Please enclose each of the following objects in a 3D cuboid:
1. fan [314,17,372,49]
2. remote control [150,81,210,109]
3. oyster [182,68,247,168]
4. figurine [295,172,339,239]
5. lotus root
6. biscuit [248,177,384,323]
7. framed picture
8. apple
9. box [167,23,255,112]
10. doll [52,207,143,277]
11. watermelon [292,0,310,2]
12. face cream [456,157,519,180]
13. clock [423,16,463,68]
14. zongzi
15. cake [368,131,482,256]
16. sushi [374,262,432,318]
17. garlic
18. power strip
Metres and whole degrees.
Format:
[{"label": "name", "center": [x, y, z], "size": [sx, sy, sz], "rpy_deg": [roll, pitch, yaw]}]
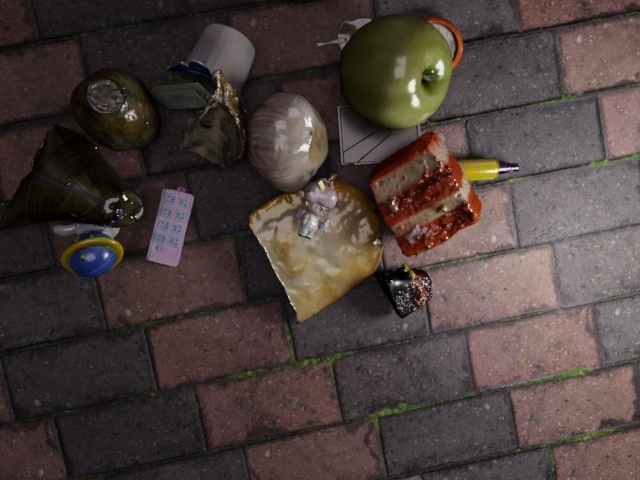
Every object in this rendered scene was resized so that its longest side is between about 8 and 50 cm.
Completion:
[{"label": "fan", "center": [0.087, -0.691, 1.867], "size": [0.219, 0.009, 0.132], "rpy_deg": [-11, 95, -3]}, {"label": "remote control", "center": [-0.446, -0.464, 1.750], "size": [0.233, 0.098, 0.038], "rpy_deg": [9, 69, 37]}, {"label": "oyster", "center": [-0.306, -0.347, 1.710], "size": [0.204, 0.396, 0.111], "rpy_deg": [37, 54, -6]}, {"label": "figurine", "center": [-0.009, -0.113, 1.731], "size": [0.137, 0.112, 0.229], "rpy_deg": [15, 103, -43]}, {"label": "lotus root", "center": [-0.631, -0.400, 1.683], "size": [0.250, 0.346, 0.251], "rpy_deg": [0, 90, -9]}, {"label": "biscuit", "center": [0.000, 0.000, 1.859], "size": [0.446, 0.104, 0.430], "rpy_deg": [-33, 105, -2]}, {"label": "framed picture", "center": [0.207, -0.373, 1.895], "size": [0.289, 0.020, 0.212], "rpy_deg": [-5, 95, -4]}, {"label": "apple", "center": [0.233, -0.530, 1.724], "size": [0.356, 0.357, 0.358], "rpy_deg": [0, 95, -4]}, {"label": "box", "center": [-0.332, -0.567, 1.720], "size": [0.262, 0.291, 0.207], "rpy_deg": [18, 75, 7]}, {"label": "doll", "center": [-0.712, 0.001, 1.799], "size": [0.310, 0.243, 0.160], "rpy_deg": [-26, 130, -2]}, {"label": "watermelon", "center": [0.016, -0.904, 1.783], "size": [0.291, 0.319, 0.222], "rpy_deg": [1, 129, 2]}, {"label": "face cream", "center": [0.557, -0.249, 1.899], "size": [0.273, 0.078, 0.078], "rpy_deg": [-4, 95, -4]}, {"label": "clock", "center": [0.388, -0.663, 1.867], "size": [0.205, 0.051, 0.206], "rpy_deg": [0, 95, -2]}, {"label": "zongzi", "center": [-0.808, -0.085, 1.720], "size": [0.403, 0.208, 0.432], "rpy_deg": [41, 94, 19]}, {"label": "cake", "center": [0.332, -0.153, 1.765], "size": [0.269, 0.270, 0.320], "rpy_deg": [-31, 97, 24]}, {"label": "sushi", "center": [0.305, 0.163, 1.883], "size": [0.150, 0.153, 0.172], "rpy_deg": [-30, 105, -5]}, {"label": "garlic", "center": [-0.112, -0.327, 1.734], "size": [0.259, 0.317, 0.318], "rpy_deg": [1, 95, 24]}, {"label": "power strip", "center": [-0.513, -0.046, 1.864], "size": [0.109, 0.037, 0.279], "rpy_deg": [14, 94, -5]}]
